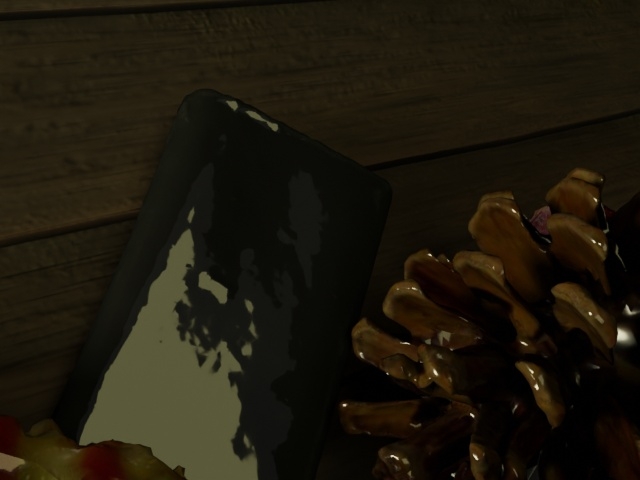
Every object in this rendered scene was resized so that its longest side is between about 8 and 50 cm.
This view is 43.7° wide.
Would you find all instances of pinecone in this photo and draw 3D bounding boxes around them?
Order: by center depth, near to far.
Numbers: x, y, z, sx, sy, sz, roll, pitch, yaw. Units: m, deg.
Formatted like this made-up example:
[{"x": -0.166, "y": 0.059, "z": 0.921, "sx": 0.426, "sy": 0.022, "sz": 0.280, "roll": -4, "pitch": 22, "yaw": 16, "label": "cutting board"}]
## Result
[{"x": 0.187, "y": 0.125, "z": 0.700, "sx": 0.384, "sy": 0.384, "sz": 0.384, "roll": 10, "pitch": 70, "yaw": -29, "label": "pinecone"}]

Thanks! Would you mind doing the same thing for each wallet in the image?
[{"x": -0.080, "y": 0.084, "z": 0.687, "sx": 0.228, "sy": 0.062, "sz": 0.406, "roll": 26, "pitch": 66, "yaw": -19, "label": "wallet"}]

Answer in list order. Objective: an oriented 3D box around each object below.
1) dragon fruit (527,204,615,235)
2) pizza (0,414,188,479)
[{"x": 0.284, "y": 0.007, "z": 0.929, "sx": 0.102, "sy": 0.096, "sz": 0.147, "roll": 24, "pitch": 106, "yaw": -19, "label": "dragon fruit"}, {"x": -0.232, "y": 0.192, "z": 0.465, "sx": 0.406, "sy": 0.130, "sz": 0.440, "roll": -12, "pitch": 65, "yaw": -27, "label": "pizza"}]
